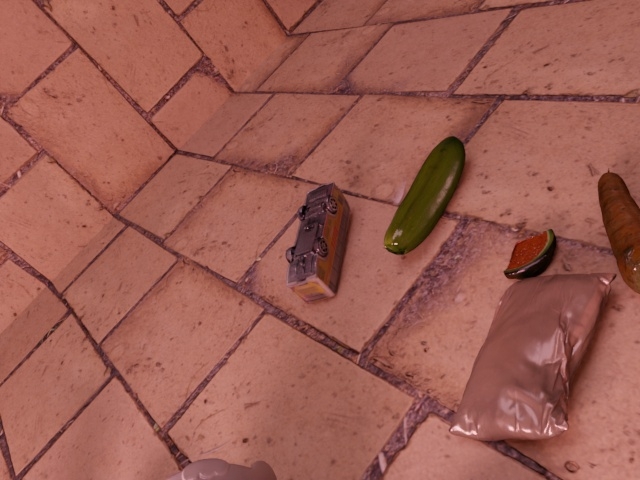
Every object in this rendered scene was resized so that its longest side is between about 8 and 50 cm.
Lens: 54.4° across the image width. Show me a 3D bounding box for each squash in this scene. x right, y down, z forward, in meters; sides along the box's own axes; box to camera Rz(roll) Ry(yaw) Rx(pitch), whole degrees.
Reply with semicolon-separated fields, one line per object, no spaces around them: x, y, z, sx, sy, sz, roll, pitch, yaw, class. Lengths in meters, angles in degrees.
0.209;-0.084;1.215;0.082;0.082;0.292;4;54;48;squash

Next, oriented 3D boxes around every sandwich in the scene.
0.343;0.022;1.004;0.069;0.026;0.101;-7;42;47;sandwich

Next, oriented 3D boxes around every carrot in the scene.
0.453;-0.030;0.923;0.078;0.078;0.298;-25;30;24;carrot

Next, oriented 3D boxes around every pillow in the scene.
0.293;0.156;0.855;0.173;0.067;0.270;-7;45;49;pillow

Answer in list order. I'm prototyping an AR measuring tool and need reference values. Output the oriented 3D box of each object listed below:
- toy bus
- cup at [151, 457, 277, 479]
0.000;0.000;1.307;0.092;0.106;0.268;-19;41;31;toy bus
-0.100;0.445;0.803;0.290;0.219;0.257;-7;35;-7;cup
